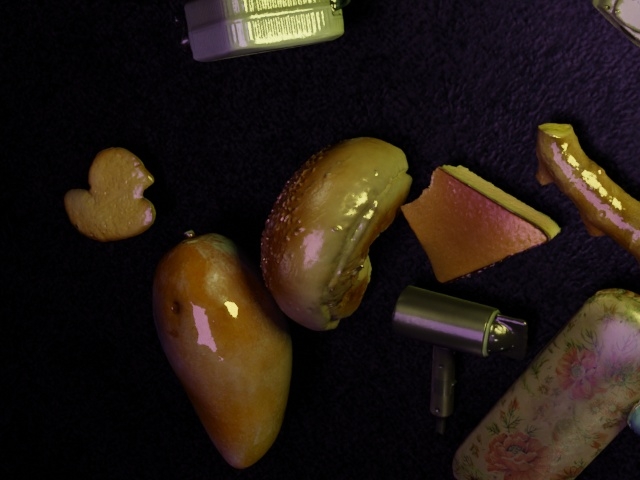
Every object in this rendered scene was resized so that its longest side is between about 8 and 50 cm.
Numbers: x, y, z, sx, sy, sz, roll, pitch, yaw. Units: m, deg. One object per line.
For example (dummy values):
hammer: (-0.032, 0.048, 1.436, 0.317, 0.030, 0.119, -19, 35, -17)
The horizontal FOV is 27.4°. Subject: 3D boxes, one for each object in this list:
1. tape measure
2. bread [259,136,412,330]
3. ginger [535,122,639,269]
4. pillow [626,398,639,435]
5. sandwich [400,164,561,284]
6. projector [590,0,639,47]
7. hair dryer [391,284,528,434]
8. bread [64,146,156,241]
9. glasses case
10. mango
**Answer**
tape measure: (-0.076, -0.318, 1.825, 0.235, 0.207, 0.115, -170, 66, -68)
bread: (-0.003, 0.004, 1.905, 0.171, 0.192, 0.314, 29, 121, 14)
ginger: (0.395, -0.045, 1.746, 0.299, 0.065, 0.118, 47, 125, 7)
pillow: (0.536, 0.207, 1.731, 0.214, 0.086, 0.233, 16, 125, -6)
sandwich: (0.217, -0.041, 1.847, 0.193, 0.058, 0.162, -24, 96, 36)
projector: (0.471, -0.284, 1.591, 0.270, 0.088, 0.193, 28, 118, 16)
hair dryer: (0.208, 0.197, 1.955, 0.196, 0.078, 0.248, 14, 126, 22)
bread: (-0.337, -0.076, 2.139, 0.188, 0.065, 0.149, -7, 96, 34)
glasses case: (0.345, 0.243, 1.870, 0.156, 0.098, 0.425, 40, 122, 8)
mango: (-0.143, 0.166, 2.032, 0.199, 0.221, 0.383, -15, 100, -13)
